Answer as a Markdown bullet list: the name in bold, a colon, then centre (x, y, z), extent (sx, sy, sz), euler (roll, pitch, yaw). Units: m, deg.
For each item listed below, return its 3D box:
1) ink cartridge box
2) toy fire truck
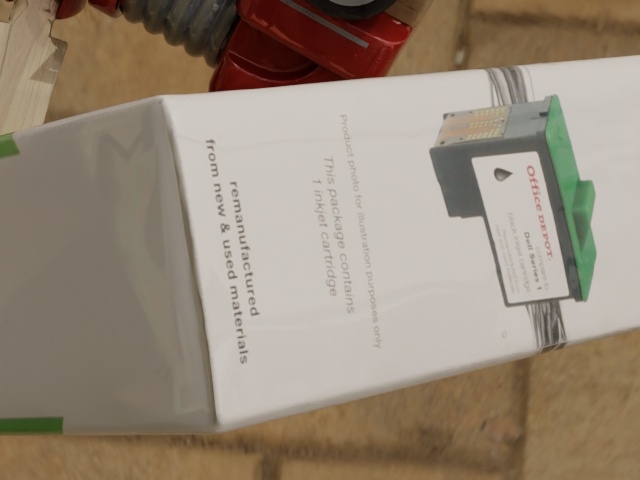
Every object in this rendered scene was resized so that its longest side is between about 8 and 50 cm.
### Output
- **ink cartridge box**: centre (0.000, 0.000, 0.582), extent (0.219, 0.160, 0.092), euler (-10, 91, -41)
- **toy fire truck**: centre (-0.075, -0.107, 0.859), extent (0.217, 0.246, 0.158), euler (30, 38, 0)
